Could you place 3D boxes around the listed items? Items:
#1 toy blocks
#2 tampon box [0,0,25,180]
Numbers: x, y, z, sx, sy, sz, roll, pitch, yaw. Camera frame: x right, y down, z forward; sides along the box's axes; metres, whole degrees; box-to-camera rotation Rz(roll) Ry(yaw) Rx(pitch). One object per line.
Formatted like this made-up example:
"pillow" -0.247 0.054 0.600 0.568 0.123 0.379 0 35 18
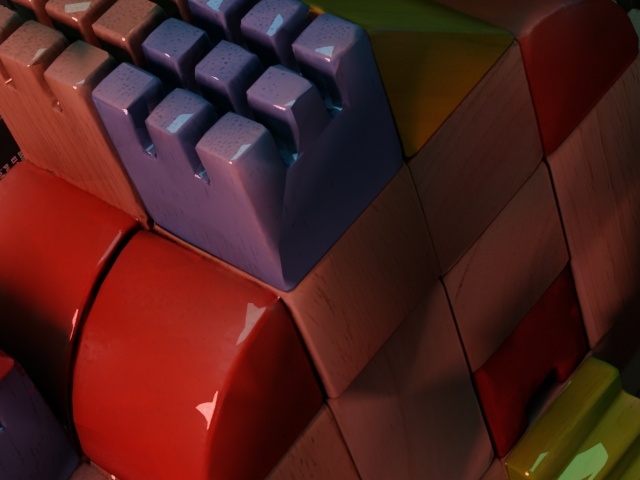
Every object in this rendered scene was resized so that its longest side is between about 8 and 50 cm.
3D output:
"toy blocks" 0.000 0.000 0.518 0.190 0.261 0.381 27 64 34
"tampon box" -0.160 -0.018 0.691 0.120 0.101 0.161 29 65 34
